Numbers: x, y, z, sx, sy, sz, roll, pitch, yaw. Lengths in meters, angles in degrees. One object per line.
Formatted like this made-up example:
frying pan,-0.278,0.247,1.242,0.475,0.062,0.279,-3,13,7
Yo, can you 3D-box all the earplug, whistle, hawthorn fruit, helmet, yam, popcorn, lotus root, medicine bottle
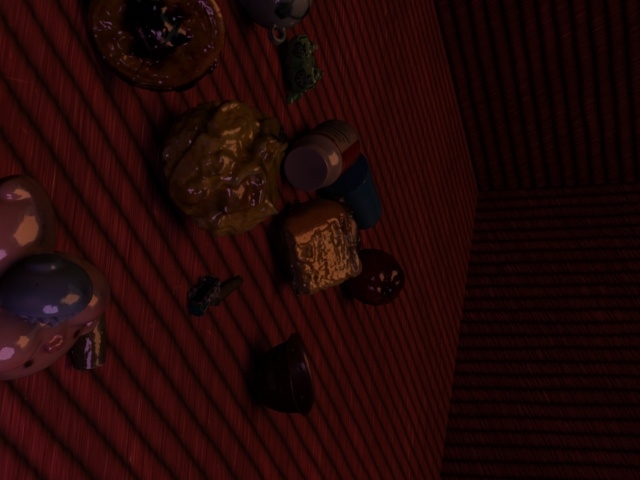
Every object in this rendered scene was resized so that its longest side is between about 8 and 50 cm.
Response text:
earplug,0.091,-0.116,2.606,0.273,0.132,0.133,58,35,-60
whistle,-0.090,-0.551,2.095,0.163,0.163,0.290,18,72,-69
hawthorn fruit,0.153,0.109,2.659,0.194,0.157,0.157,47,-23,55
helmet,-0.085,0.282,2.089,0.155,0.106,0.175,25,60,-71
yam,-0.182,0.098,1.950,0.033,0.027,0.129,48,24,5
popcorn,-0.158,-0.133,1.758,0.249,0.225,0.249,-7,90,-79
lotus root,0.042,-0.013,2.466,0.120,0.120,0.210,-37,120,-66
medicine bottle,0.006,-0.201,2.356,0.250,0.131,0.131,-46,131,-64
yam,-0.342,0.121,1.467,0.054,0.054,0.132,-10,98,-70

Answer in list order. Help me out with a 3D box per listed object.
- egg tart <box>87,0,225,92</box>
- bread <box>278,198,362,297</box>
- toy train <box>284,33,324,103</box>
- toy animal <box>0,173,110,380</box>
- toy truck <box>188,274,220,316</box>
egg tart,-0.247,-0.353,1.574,0.171,0.215,0.215,-82,161,-56
bread,0.000,0.000,2.284,0.262,0.162,0.204,-56,130,-72
toy train,-0.047,-0.399,2.320,0.099,0.081,0.149,-44,123,-64
toy animal,-0.380,0.045,1.194,0.210,0.229,0.221,-34,80,-36
toy truck,-0.214,0.103,1.849,0.083,0.039,0.044,-60,160,-54
